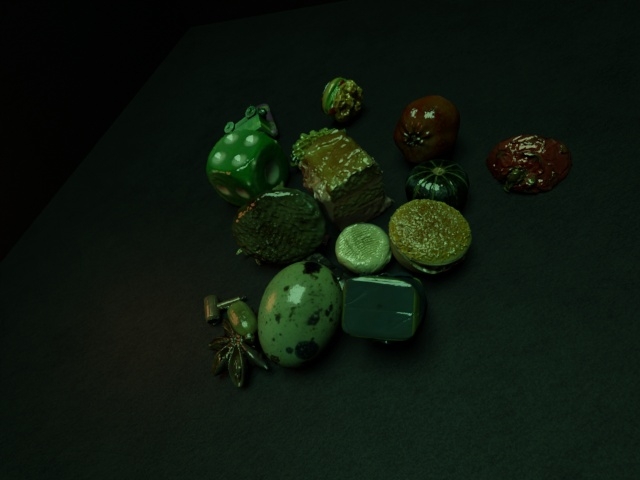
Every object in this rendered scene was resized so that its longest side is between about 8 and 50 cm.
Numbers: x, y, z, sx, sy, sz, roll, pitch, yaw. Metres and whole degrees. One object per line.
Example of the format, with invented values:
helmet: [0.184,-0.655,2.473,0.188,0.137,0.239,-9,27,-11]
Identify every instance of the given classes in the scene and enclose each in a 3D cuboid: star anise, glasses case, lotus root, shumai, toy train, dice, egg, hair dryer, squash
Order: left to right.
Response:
hair dryer: [-0.393,0.271,1.672,0.182,0.064,0.117,-19,52,1]
lotus root: [-0.280,0.293,1.463,0.091,0.077,0.183,-32,47,-6]
star anise: [-0.287,0.388,1.514,0.316,0.108,0.315,-10,50,12]
toy train: [-0.405,-0.593,2.199,0.301,0.120,0.202,-26,62,23]
dice: [-0.351,-0.344,1.953,0.300,0.287,0.296,13,65,28]
glasses case: [-0.326,-0.680,2.316,0.123,0.075,0.316,-26,53,7]
shumai: [-0.154,-0.106,1.695,0.398,0.324,0.323,-29,24,26]
egg: [-0.071,0.256,1.399,0.288,0.288,0.378,10,80,27]
squash: [0.466,-0.216,1.615,0.253,0.165,0.252,-6,45,6]

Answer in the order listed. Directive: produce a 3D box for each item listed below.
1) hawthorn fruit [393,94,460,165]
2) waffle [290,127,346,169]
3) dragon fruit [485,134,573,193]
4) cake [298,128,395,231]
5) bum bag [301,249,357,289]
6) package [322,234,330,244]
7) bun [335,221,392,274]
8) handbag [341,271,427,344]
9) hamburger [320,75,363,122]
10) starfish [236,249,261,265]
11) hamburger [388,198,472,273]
hawthorn fruit: [0.485,-0.486,1.752,0.287,0.286,0.330,26,45,34]
waffle: [-0.005,-0.462,2.041,0.298,0.073,0.316,-1,48,14]
dragon fruit: [0.804,-0.299,1.553,0.317,0.152,0.204,4,59,24]
cake: [0.091,-0.245,1.697,0.293,0.306,0.314,-32,52,2]
bum bag: [0.041,0.154,1.563,0.341,0.095,0.144,33,70,33]
package: [0.000,0.000,1.730,0.084,0.029,0.059,-3,51,30]
bun: [0.172,0.040,1.566,0.221,0.134,0.220,-3,60,6]
handbag: [0.212,0.210,1.319,0.264,0.241,0.222,-3,88,18]
hamburger: [0.125,-0.720,2.088,0.149,0.237,0.237,31,71,32]
starfish: [-0.301,0.020,1.805,0.176,0.053,0.208,-23,62,-18]
hamburger: [0.391,-0.020,1.457,0.303,0.170,0.301,2,60,-3]
